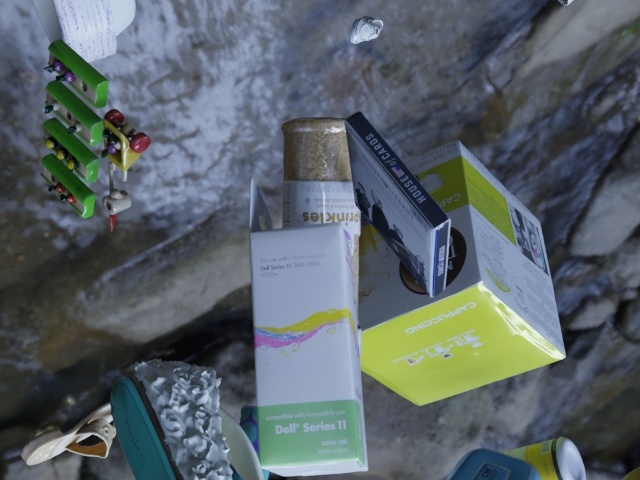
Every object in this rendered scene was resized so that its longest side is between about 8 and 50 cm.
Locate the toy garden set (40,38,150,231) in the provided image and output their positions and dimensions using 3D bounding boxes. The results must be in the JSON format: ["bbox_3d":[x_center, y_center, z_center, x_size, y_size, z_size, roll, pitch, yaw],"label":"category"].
[{"bbox_3d":[-0.328,-0.119,1.300,0.049,0.204,0.244,-28,149,-40],"label":"toy garden set"}]

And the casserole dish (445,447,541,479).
[{"bbox_3d":[0.194,0.306,1.115,0.188,0.114,0.037,-36,132,-50],"label":"casserole dish"}]

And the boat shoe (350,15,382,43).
[{"bbox_3d":[0.074,-0.330,1.471,0.100,0.035,0.035,-47,143,-61],"label":"boat shoe"}]

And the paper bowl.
[{"bbox_3d":[-0.414,-0.448,1.598,0.148,0.284,0.284,-21,143,-17],"label":"paper bowl"}]

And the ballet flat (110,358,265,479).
[{"bbox_3d":[-0.098,0.293,0.948,0.147,0.409,0.147,-17,151,-10],"label":"ballet flat"}]

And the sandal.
[{"bbox_3d":[-0.413,0.360,1.666,0.240,0.079,0.088,-18,147,-54],"label":"sandal"}]

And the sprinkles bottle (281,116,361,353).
[{"bbox_3d":[0.000,0.000,1.383,0.121,0.121,0.355,-2,94,-36],"label":"sprinkles bottle"}]

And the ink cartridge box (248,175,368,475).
[{"bbox_3d":[-0.013,0.108,1.181,0.119,0.353,0.207,-5,163,4],"label":"ink cartridge box"}]

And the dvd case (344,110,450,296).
[{"bbox_3d":[0.097,-0.038,1.186,0.029,0.179,0.239,-34,159,-9],"label":"dvd case"}]

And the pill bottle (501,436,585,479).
[{"bbox_3d":[0.374,0.424,1.696,0.184,0.103,0.103,-23,152,30],"label":"pill bottle"}]

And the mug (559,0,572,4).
[{"bbox_3d":[0.384,-0.403,1.423,0.064,0.062,0.078,-35,174,3],"label":"mug"}]

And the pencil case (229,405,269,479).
[{"bbox_3d":[-0.103,0.325,1.386,0.064,0.152,0.070,19,152,-11],"label":"pencil case"}]

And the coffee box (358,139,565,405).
[{"bbox_3d":[0.227,0.077,1.823,0.337,0.334,0.338,-25,138,28],"label":"coffee box"}]

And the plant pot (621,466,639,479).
[{"bbox_3d":[0.499,0.398,1.438,0.083,0.081,0.081,-27,-168,36],"label":"plant pot"}]

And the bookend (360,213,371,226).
[{"bbox_3d":[0.061,-0.124,1.677,0.072,0.157,0.156,-13,113,33],"label":"bookend"}]
